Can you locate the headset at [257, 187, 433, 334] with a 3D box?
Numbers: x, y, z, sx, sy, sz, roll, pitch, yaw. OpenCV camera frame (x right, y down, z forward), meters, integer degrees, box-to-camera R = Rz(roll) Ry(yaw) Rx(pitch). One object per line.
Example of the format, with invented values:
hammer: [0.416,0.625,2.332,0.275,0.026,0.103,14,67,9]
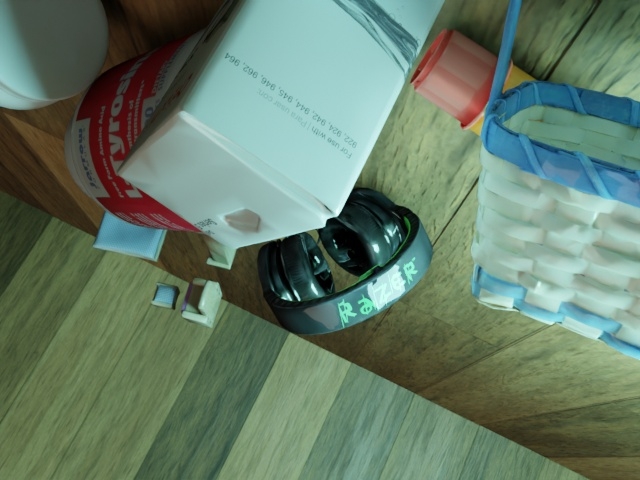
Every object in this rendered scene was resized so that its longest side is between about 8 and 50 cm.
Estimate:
headset: [0.000,0.000,0.996,0.185,0.243,0.394,61,168,-19]

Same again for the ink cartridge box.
ink cartridge box: [-0.018,-0.144,0.487,0.114,0.273,0.198,33,161,-19]

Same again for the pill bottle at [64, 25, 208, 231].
pill bottle: [-0.168,-0.125,0.828,0.229,0.229,0.407,39,159,-33]

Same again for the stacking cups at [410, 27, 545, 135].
stacking cups: [0.229,-0.085,0.621,0.316,0.096,0.096,32,162,-4]

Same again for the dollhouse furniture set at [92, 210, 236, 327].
dollhouse furniture set: [-0.314,-0.028,1.217,0.303,0.287,0.198,13,161,4]

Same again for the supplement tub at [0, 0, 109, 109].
supplement tub: [-0.419,-0.267,0.852,0.272,0.191,0.191,12,157,40]

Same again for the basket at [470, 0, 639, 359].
basket: [0.228,-0.072,0.453,0.254,0.201,0.289,23,126,17]
